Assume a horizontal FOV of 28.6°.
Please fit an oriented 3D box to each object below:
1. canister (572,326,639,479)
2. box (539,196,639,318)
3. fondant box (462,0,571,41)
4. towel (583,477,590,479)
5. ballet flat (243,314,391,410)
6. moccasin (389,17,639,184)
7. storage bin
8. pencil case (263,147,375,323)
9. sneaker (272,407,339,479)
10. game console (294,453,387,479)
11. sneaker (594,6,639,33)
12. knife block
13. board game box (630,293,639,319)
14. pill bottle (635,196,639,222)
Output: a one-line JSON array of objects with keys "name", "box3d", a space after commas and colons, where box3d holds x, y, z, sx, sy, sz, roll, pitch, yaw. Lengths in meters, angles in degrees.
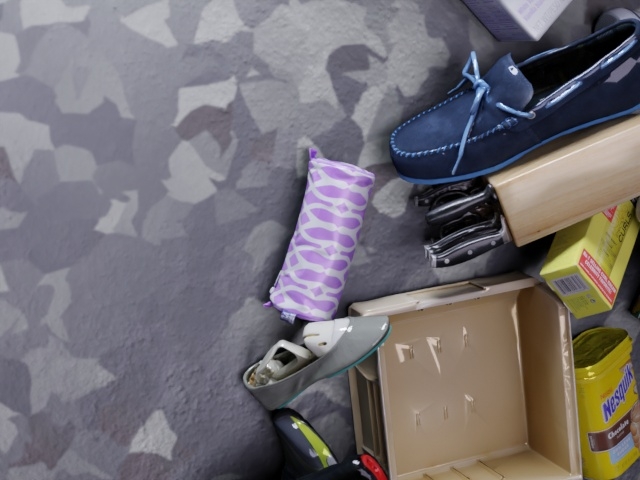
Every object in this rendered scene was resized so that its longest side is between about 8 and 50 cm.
[{"name": "canister", "box3d": [0.377, 0.218, 1.678, 0.126, 0.073, 0.170, -31, 113, -43]}, {"name": "box", "box3d": [0.353, -0.014, 1.593, 0.087, 0.058, 0.232, 49, 47, -20]}, {"name": "fondant box", "box3d": [0.211, -0.437, 1.514, 0.330, 0.096, 0.238, 43, 83, -20]}, {"name": "towel", "box3d": [0.338, 0.446, 1.604, 0.121, 0.284, 0.235, 3, 97, -20]}, {"name": "ballet flat", "box3d": [-0.012, 0.135, 1.487, 0.068, 0.072, 0.213, 43, 124, -18]}, {"name": "moccasin", "box3d": [0.236, -0.183, 1.516, 0.342, 0.137, 0.117, -24, 135, 0]}, {"name": "storage bin", "box3d": [0.180, 0.193, 1.590, 0.262, 0.123, 0.260, -10, 102, -18]}, {"name": "pencil case", "box3d": [0.000, 0.000, 1.516, 0.086, 0.088, 0.206, 14, 95, -67]}, {"name": "sneaker", "box3d": [-0.020, 0.353, 1.553, 0.121, 0.111, 0.300, -17, 102, -13]}, {"name": "game console", "box3d": [-0.043, 0.464, 1.524, 0.387, 0.060, 0.342, -25, 105, 7]}, {"name": "sneaker", "box3d": [0.448, -0.203, 1.578, 0.091, 0.094, 0.258, -12, 59, -23]}, {"name": "knife block", "box3d": [0.256, -0.053, 1.520, 0.242, 0.276, 0.088, -43, 118, -40]}, {"name": "board game box", "box3d": [0.538, 0.012, 1.715, 0.136, 0.030, 0.259, 24, 94, -13]}, {"name": "pill bottle", "box3d": [0.562, 0.039, 1.611, 0.334, 0.188, 0.188, 44, 82, -18]}]
